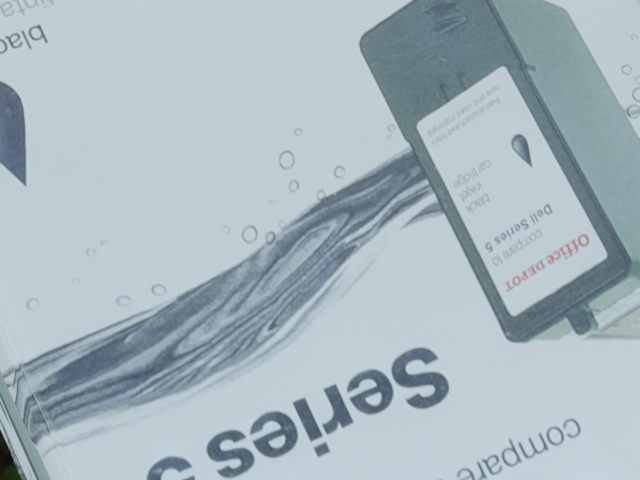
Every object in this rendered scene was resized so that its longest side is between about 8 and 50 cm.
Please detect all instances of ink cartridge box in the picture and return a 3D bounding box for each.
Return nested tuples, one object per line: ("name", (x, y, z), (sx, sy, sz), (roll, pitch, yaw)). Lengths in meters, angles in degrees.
("ink cartridge box", (0.000, 0.000, 0.514), (0.198, 0.272, 0.115), (-23, 169, -16))
